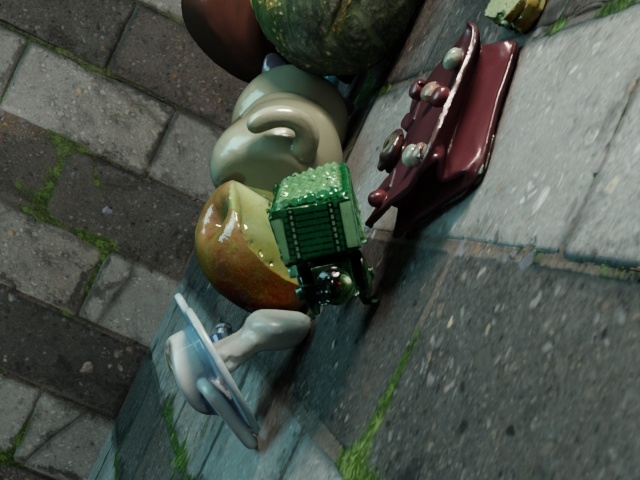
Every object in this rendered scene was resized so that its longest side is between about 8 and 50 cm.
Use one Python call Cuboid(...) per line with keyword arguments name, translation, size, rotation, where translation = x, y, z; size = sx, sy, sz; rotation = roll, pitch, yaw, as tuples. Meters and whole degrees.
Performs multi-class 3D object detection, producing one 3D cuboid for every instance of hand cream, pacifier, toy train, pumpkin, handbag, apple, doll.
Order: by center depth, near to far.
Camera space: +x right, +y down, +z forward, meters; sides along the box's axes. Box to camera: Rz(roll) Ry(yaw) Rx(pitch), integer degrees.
Cuboid(name="handbag", translation=(0.129, -0.122, 1.232), size=(0.203, 0.074, 0.216), rotation=(-69, 12, -23))
Cuboid(name="toy train", translation=(0.000, 0.000, 1.323), size=(0.115, 0.154, 0.269), rotation=(-18, 12, 5))
Cuboid(name="pacifier", translation=(-0.106, 0.160, 1.538), size=(0.207, 0.227, 0.279), rotation=(-33, 14, -9))
Cuboid(name="apple", translation=(-0.096, 0.018, 1.640), size=(0.174, 0.188, 0.207), rotation=(-60, 23, 20))
Cuboid(name="pumpkin", translation=(0.029, -0.434, 1.815), size=(0.327, 0.257, 0.291), rotation=(-46, 48, -16))
Cuboid(name="doll", translation=(-0.059, -0.159, 1.824), size=(0.226, 0.215, 0.370), rotation=(-60, 9, 21))
Cuboid(name="hand cream", translation=(-0.187, 0.221, 2.014), size=(0.084, 0.053, 0.142), rotation=(133, 149, -55))

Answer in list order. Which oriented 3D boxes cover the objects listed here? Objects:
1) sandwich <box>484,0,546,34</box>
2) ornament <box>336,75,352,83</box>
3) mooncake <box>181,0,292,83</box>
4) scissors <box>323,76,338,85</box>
Cuboid(name="sandwich", translation=(0.221, -0.269, 1.223), size=(0.093, 0.036, 0.105), rotation=(-53, 17, 43))
Cuboid(name="ornament", translation=(0.090, -0.474, 2.149), size=(0.260, 0.106, 0.251), rotation=(-46, 27, 34))
Cuboid(name="mooncake", translation=(-0.091, -0.447, 2.010), size=(0.174, 0.326, 0.334), rotation=(9, 114, 59))
Cuboid(name="scissors", translation=(-0.002, -0.252, 2.220), size=(0.192, 0.029, 0.447), rotation=(-60, 12, 25))
